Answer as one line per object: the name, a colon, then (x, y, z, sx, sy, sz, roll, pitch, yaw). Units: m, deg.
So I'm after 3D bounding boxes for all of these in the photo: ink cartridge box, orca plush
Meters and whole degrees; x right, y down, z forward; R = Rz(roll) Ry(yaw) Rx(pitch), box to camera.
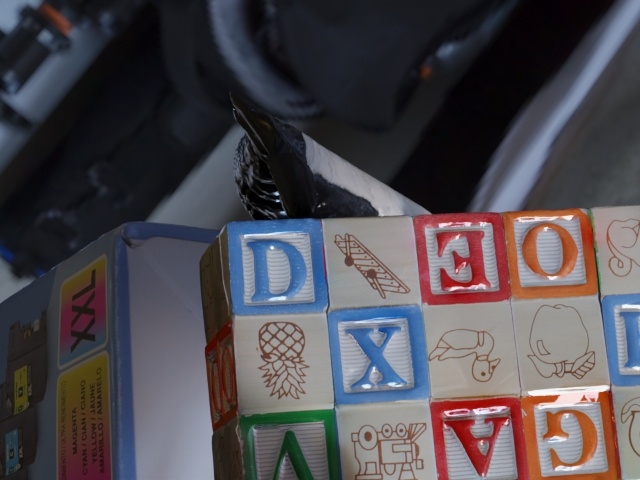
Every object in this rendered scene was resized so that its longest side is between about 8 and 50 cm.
ink cartridge box: (-0.151, 0.180, 1.028, 0.151, 0.270, 0.395, 9, 157, -32)
orca plush: (0.000, 0.000, 1.063, 0.151, 0.102, 0.287, 30, -179, 7)

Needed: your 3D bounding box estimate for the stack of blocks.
stack of blocks: (0.100, 0.077, 0.789, 0.297, 0.171, 0.087, -2, 168, -13)
